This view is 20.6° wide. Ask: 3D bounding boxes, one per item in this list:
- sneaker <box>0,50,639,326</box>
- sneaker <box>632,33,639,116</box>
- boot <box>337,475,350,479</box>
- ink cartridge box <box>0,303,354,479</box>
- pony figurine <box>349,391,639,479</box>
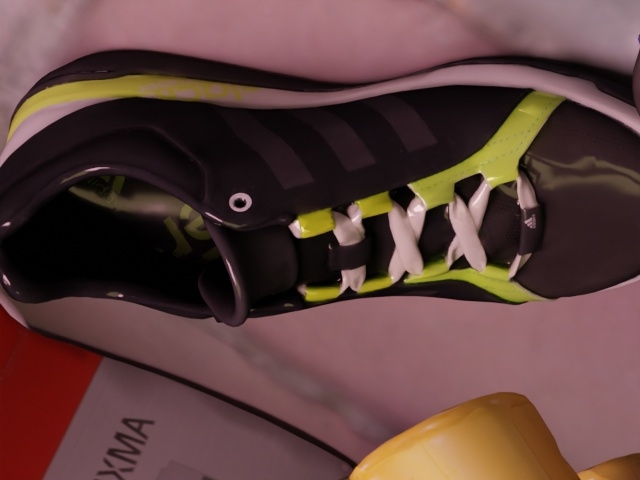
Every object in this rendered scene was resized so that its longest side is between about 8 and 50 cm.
[{"bbox_3d":[0.000,0.000,0.547,0.235,0.097,0.084,2,126,13],"label":"sneaker"},{"bbox_3d":[0.188,-0.044,0.449,0.182,0.127,0.315,-22,101,35],"label":"sneaker"},{"bbox_3d":[0.145,0.137,0.611,0.203,0.095,0.262,-33,114,32],"label":"boot"},{"bbox_3d":[-0.076,0.146,0.541,0.091,0.308,0.385,-24,115,28],"label":"ink cartridge box"},{"bbox_3d":[0.170,0.199,0.418,0.303,0.351,0.363,-31,72,11],"label":"pony figurine"}]
